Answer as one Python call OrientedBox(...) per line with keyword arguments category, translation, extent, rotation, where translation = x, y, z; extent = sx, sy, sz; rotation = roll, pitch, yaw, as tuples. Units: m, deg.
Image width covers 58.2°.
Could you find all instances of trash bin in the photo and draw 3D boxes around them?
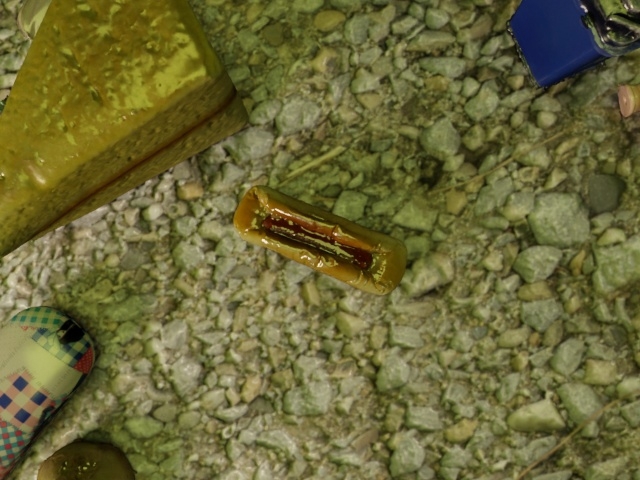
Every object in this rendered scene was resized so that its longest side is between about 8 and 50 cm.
OrientedBox(category="trash bin", translation=(0.328, -0.295, 0.688), extent=(0.162, 0.234, 0.184), rotation=(-23, 88, -2))

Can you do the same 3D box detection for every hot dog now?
OrientedBox(category="hot dog", translation=(0.000, 0.000, 0.762), extent=(0.242, 0.073, 0.084), rotation=(23, 93, 2))

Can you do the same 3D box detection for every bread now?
OrientedBox(category="bread", translation=(-0.294, -0.164, 0.689), extent=(0.361, 0.233, 0.245), rotation=(-32, 88, 0))

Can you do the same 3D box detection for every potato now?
OrientedBox(category="potato", translation=(-0.291, 0.341, 0.742), extent=(0.100, 0.089, 0.172), rotation=(-35, 87, -3))

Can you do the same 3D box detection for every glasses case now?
OrientedBox(category="glasses case", translation=(-0.430, 0.233, 0.753), extent=(0.125, 0.076, 0.327), rotation=(39, 89, 4))

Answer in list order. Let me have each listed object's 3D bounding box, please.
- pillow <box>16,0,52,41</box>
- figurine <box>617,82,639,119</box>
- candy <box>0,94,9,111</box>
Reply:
OrientedBox(category="pillow", translation=(-0.306, -0.345, 0.767), extent=(0.130, 0.038, 0.233), rotation=(23, 78, -22))
OrientedBox(category="figurine", translation=(0.538, -0.195, 0.738), extent=(0.276, 0.133, 0.200), rotation=(-11, 100, 5))
OrientedBox(category="candy", translation=(-0.347, -0.212, 0.784), extent=(0.182, 0.046, 0.053), rotation=(-34, 73, -10))
